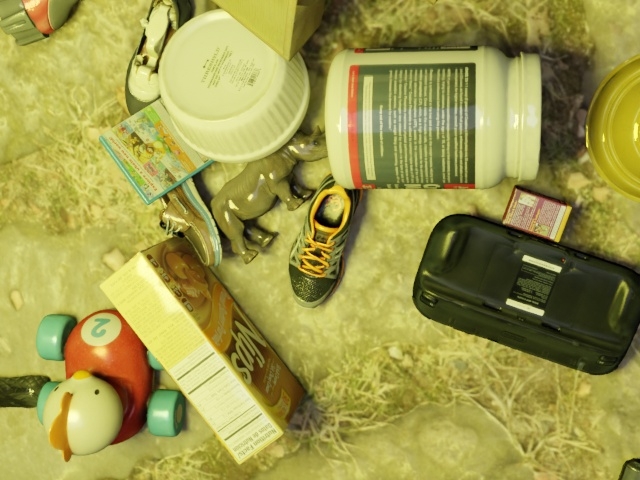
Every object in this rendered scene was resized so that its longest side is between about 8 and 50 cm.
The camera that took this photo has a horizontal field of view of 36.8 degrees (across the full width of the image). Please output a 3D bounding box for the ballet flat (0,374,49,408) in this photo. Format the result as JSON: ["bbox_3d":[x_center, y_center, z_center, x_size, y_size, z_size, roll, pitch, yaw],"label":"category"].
[{"bbox_3d":[-0.515,0.237,1.540,0.173,0.049,0.057,4,128,13],"label":"ballet flat"}]

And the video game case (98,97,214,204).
[{"bbox_3d":[-0.217,-0.143,1.388,0.166,0.015,0.119,-36,92,-22],"label":"video game case"}]

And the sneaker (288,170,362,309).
[{"bbox_3d":[0.000,0.000,1.391,0.084,0.083,0.215,15,103,4],"label":"sneaker"}]

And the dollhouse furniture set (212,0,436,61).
[{"bbox_3d":[0.029,-0.448,1.162,0.362,0.256,0.394,39,82,1],"label":"dollhouse furniture set"}]

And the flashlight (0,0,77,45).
[{"bbox_3d":[-0.313,-0.373,1.375,0.304,0.103,0.103,-17,95,7],"label":"flashlight"}]

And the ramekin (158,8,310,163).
[{"bbox_3d":[-0.124,-0.220,1.323,0.207,0.109,0.207,-3,75,10],"label":"ramekin"}]

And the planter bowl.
[{"bbox_3d":[0.471,-0.149,1.288,0.217,0.090,0.217,1,100,8],"label":"planter bowl"}]

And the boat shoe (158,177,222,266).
[{"bbox_3d":[-0.204,-0.037,1.406,0.066,0.066,0.183,-22,74,-24],"label":"boat shoe"}]

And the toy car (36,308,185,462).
[{"bbox_3d":[-0.334,0.222,1.401,0.219,0.238,0.210,4,100,8],"label":"toy car"}]

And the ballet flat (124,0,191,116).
[{"bbox_3d":[-0.243,-0.266,1.390,0.074,0.074,0.203,22,102,5],"label":"ballet flat"}]

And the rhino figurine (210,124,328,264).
[{"bbox_3d":[-0.064,-0.088,1.391,0.106,0.073,0.243,42,101,1],"label":"rhino figurine"}]

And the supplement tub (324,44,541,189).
[{"bbox_3d":[0.151,-0.163,1.284,0.272,0.191,0.191,1,100,9],"label":"supplement tub"}]

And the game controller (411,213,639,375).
[{"bbox_3d":[0.295,0.077,1.366,0.319,0.067,0.167,19,102,5],"label":"game controller"}]

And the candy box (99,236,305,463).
[{"bbox_3d":[-0.162,0.147,1.390,0.087,0.183,0.316,-38,92,14],"label":"candy box"}]

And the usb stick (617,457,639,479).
[{"bbox_3d":[0.444,0.452,1.417,0.077,0.045,0.278,17,102,5],"label":"usb stick"}]

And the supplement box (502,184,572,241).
[{"bbox_3d":[0.305,-0.038,1.356,0.083,0.043,0.055,20,103,5],"label":"supplement box"}]
